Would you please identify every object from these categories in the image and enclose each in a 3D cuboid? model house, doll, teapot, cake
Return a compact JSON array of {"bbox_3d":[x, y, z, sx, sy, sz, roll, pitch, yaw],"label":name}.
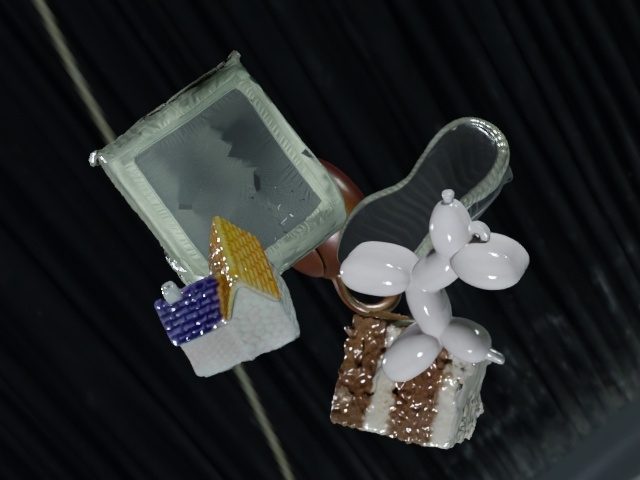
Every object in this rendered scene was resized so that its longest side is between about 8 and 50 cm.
[{"bbox_3d":[-0.085,0.044,1.129,0.101,0.100,0.087,-26,46,4],"label":"model house"},{"bbox_3d":[0.101,0.038,1.143,0.160,0.161,0.059,-13,18,32],"label":"doll"},{"bbox_3d":[0.000,0.000,1.717,0.135,0.252,0.178,-39,-6,-14],"label":"teapot"},{"bbox_3d":[0.106,0.158,1.528,0.147,0.134,0.135,15,95,23],"label":"cake"}]

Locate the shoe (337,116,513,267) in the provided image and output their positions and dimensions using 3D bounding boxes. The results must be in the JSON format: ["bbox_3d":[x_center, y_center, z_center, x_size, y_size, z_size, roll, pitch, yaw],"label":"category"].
[{"bbox_3d":[0.121,-0.030,1.442,0.227,0.112,0.099,-46,65,15],"label":"shoe"}]

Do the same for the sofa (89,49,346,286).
[{"bbox_3d":[-0.107,-0.055,1.500,0.210,0.225,0.176,-39,-4,-9],"label":"sofa"}]
